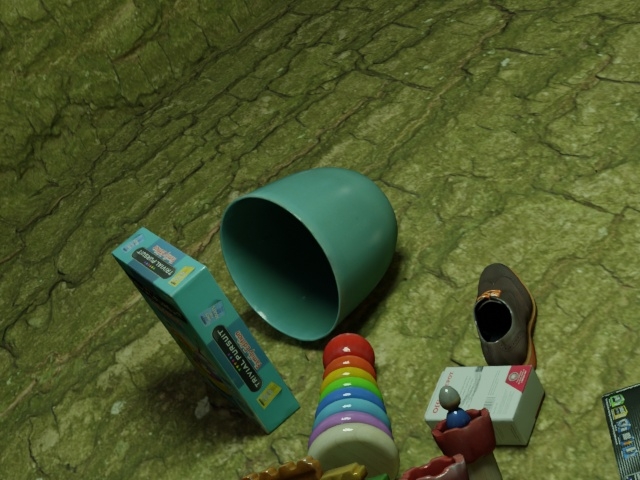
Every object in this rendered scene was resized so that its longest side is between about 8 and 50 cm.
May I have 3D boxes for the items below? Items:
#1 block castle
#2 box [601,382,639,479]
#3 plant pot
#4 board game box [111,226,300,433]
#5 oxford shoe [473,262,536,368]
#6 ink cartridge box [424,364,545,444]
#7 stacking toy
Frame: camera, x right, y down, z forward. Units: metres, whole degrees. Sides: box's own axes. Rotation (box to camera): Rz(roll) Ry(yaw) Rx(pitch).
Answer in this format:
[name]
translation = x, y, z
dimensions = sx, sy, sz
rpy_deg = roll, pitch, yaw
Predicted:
[block castle]
translation = 0.011, 0.365, 1.568
dimensions = 0.453, 0.212, 0.303
rpy_deg = -20, 2, 18
[box]
translation = 0.486, 0.257, 1.585
dimensions = 0.184, 0.045, 0.190
rpy_deg = -22, 33, 18
[plant pot]
translation = 0.000, 0.000, 2.155
dimensions = 0.293, 0.293, 0.235
rpy_deg = 5, 31, 45
[board game box]
translation = -0.200, 0.154, 2.036
dimensions = 0.079, 0.336, 0.254
rpy_deg = -41, 32, -15
[oxford shoe]
translation = 0.293, 0.109, 1.906
dimensions = 0.097, 0.098, 0.271
rpy_deg = -22, 32, 14
[ink cartridge box]
translation = 0.248, 0.249, 1.781
dimensions = 0.150, 0.063, 0.109
rpy_deg = -6, 39, 36
[stacking toy]
translation = 0.044, 0.259, 1.886
dimensions = 0.141, 0.141, 0.330
rpy_deg = -24, 28, 11
